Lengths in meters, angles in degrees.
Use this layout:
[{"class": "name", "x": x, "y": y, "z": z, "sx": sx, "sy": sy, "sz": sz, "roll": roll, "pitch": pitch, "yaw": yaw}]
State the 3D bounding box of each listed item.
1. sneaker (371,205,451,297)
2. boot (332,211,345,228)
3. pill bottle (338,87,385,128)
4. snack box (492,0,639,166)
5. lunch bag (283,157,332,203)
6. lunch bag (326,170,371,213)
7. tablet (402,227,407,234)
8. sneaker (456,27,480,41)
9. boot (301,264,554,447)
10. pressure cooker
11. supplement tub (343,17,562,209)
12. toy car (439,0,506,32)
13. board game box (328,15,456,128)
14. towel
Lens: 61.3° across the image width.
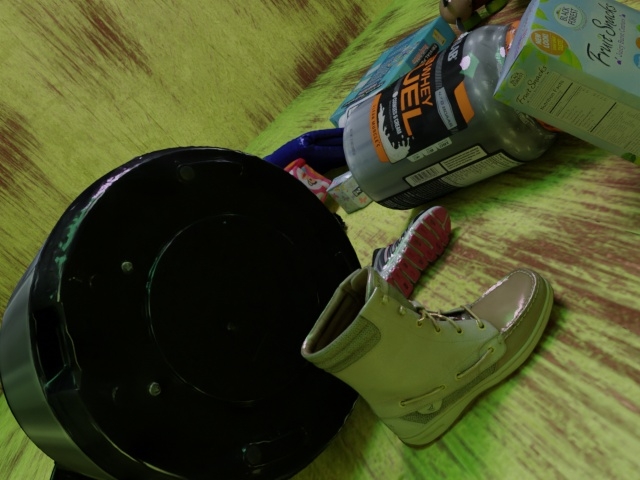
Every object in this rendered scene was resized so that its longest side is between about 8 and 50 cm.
[{"class": "sneaker", "x": 0.114, "y": 0.019, "z": 0.752, "sx": 0.170, "sy": 0.063, "sz": 0.075, "roll": -54, "pitch": 27, "yaw": -12}, {"class": "boot", "x": 0.000, "y": 0.001, "z": 1.046, "sx": 0.099, "sy": 0.045, "sz": 0.121, "roll": -40, "pitch": 13, "yaw": 24}, {"class": "pill bottle", "x": 0.121, "y": -0.313, "z": 1.368, "sx": 0.169, "sy": 0.094, "sz": 0.094, "roll": -11, "pitch": 38, "yaw": 57}, {"class": "snack box", "x": 0.298, "y": -0.171, "z": 0.549, "sx": 0.070, "sy": 0.207, "sz": 0.174, "roll": 109, "pitch": -173, "yaw": -52}, {"class": "lunch bag", "x": -0.114, "y": -0.024, "z": 1.202, "sx": 0.258, "sy": 0.120, "sz": 0.293, "roll": -43, "pitch": 12, "yaw": 51}, {"class": "lunch bag", "x": 0.065, "y": -0.100, "z": 1.081, "sx": 0.083, "sy": 0.071, "sz": 0.053, "roll": -22, "pitch": 28, "yaw": 47}, {"class": "tablet", "x": 0.145, "y": -0.003, "z": 0.823, "sx": 0.054, "sy": 0.006, "sz": 0.083, "roll": -33, "pitch": 22, "yaw": 30}, {"class": "sneaker", "x": 0.356, "y": -0.477, "z": 1.315, "sx": 0.069, "sy": 0.038, "sz": 0.098, "roll": -51, "pitch": 20, "yaw": -21}, {"class": "boot", "x": 0.103, "y": 0.073, "z": 0.505, "sx": 0.213, "sy": 0.165, "sz": 0.077, "roll": -46, "pitch": 20, "yaw": 1}, {"class": "pressure cooker", "x": -0.189, "y": 0.111, "z": 0.680, "sx": 0.370, "sy": 0.375, "sz": 0.420, "roll": -23, "pitch": -1, "yaw": -40}, {"class": "supplement tub", "x": 0.199, "y": -0.175, "z": 0.782, "sx": 0.316, "sy": 0.193, "sz": 0.193, "roll": -23, "pitch": 29, "yaw": 47}, {"class": "toy car", "x": 0.360, "y": -0.606, "z": 1.368, "sx": 0.149, "sy": 0.155, "sz": 0.188, "roll": -25, "pitch": 22, "yaw": 45}, {"class": "board game box", "x": 0.202, "y": -0.458, "z": 1.523, "sx": 0.254, "sy": 0.079, "sz": 0.336, "roll": -12, "pitch": 37, "yaw": 57}, {"class": "towel", "x": -0.022, "y": -0.200, "z": 1.340, "sx": 0.228, "sy": 0.076, "sz": 0.308, "roll": -14, "pitch": 0, "yaw": -31}]
